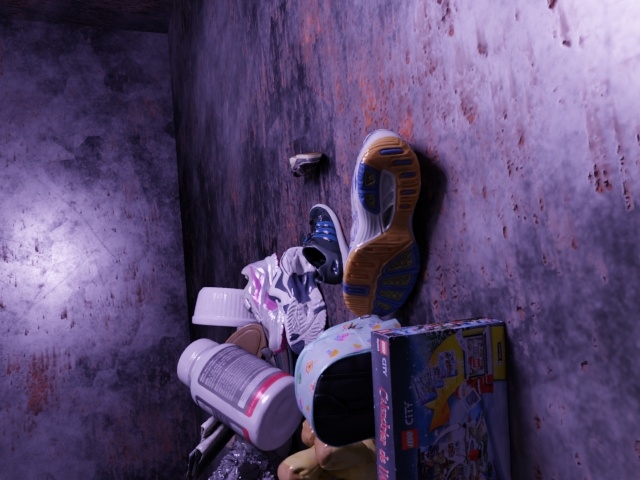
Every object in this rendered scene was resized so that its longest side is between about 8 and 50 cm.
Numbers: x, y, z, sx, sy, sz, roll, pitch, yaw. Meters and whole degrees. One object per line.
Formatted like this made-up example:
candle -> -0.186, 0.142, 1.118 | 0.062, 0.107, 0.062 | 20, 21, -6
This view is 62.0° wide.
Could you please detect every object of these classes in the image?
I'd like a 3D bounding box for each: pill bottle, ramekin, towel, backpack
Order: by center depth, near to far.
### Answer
backpack -> 0.054, 0.202, 0.775 | 0.144, 0.188, 0.165 | 33, 129, 55
pill bottle -> -0.203, 0.360, 1.308 | 0.319, 0.176, 0.176 | 19, 114, 35
towel -> -0.263, 0.513, 1.514 | 0.056, 0.324, 0.312 | 36, 140, 10
ramekin -> -0.276, 0.201, 1.599 | 0.207, 0.207, 0.109 | 165, 110, -67

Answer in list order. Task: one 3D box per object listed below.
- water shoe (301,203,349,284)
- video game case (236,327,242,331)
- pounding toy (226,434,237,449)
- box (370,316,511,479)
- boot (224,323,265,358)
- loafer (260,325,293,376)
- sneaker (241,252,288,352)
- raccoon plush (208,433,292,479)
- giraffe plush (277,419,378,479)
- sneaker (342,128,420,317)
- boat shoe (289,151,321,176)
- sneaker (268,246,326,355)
water shoe -> 0.000, 0.000, 1.046 | 0.203, 0.080, 0.073 | -115, 31, -42
video game case -> -0.274, 0.390, 1.851 | 0.143, 0.019, 0.157 | -114, 30, -42
pounding toy -> -0.310, 0.567, 1.771 | 0.154, 0.155, 0.269 | 20, 112, 58
box -> 0.143, 0.214, 0.621 | 0.044, 0.159, 0.233 | 178, 89, -68
boot -> -0.210, 0.333, 1.556 | 0.283, 0.109, 0.220 | -67, -9, 15
loafer -> -0.130, 0.264, 1.394 | 0.096, 0.084, 0.267 | 143, 121, -64
sneaker -> -0.136, 0.161, 1.325 | 0.103, 0.111, 0.252 | 71, -173, -62
raccoon plush -> -0.260, 0.619, 1.341 | 0.299, 0.447, 0.216 | -134, 24, -74
giraffe plush -> 0.026, 0.336, 0.907 | 0.170, 0.210, 0.181 | -120, 9, -57
sneaker -> 0.096, -0.024, 0.818 | 0.131, 0.112, 0.296 | -90, 6, -64
boat shoe -> -0.030, -0.161, 1.142 | 0.152, 0.056, 0.049 | -165, 68, -77
sneaker -> -0.058, 0.143, 1.198 | 0.153, 0.094, 0.235 | 134, 126, -67
